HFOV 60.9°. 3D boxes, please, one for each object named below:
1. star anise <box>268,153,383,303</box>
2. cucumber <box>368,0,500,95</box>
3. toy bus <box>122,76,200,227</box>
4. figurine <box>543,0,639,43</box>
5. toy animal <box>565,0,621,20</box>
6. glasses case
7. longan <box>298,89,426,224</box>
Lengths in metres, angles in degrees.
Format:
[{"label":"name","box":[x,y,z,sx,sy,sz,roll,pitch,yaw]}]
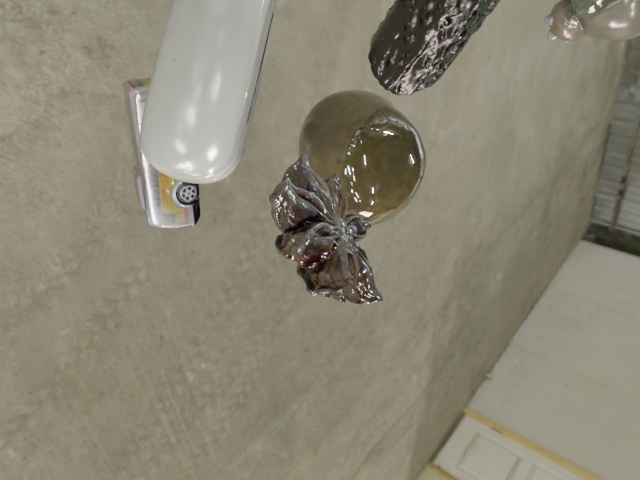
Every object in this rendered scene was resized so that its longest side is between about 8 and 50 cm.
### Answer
[{"label":"star anise","box":[0.001,0.001,0.811,0.236,0.108,0.223,53,20,-16]},{"label":"cucumber","box":[0.111,-0.210,0.346,0.072,0.072,0.300,-44,175,-29]},{"label":"toy bus","box":[-0.179,-0.097,0.619,0.072,0.057,0.172,-12,122,-23]},{"label":"figurine","box":[0.553,-0.496,0.907,0.248,0.203,0.381,-17,151,-17]},{"label":"toy animal","box":[0.379,-0.374,0.680,0.127,0.125,0.251,-59,-179,6]},{"label":"glasses case","box":[-0.068,-0.116,0.346,0.041,0.063,0.164,96,5,-80]},{"label":"longan","box":[0.096,-0.206,1.368,0.360,0.360,0.361,-28,129,-42]}]
